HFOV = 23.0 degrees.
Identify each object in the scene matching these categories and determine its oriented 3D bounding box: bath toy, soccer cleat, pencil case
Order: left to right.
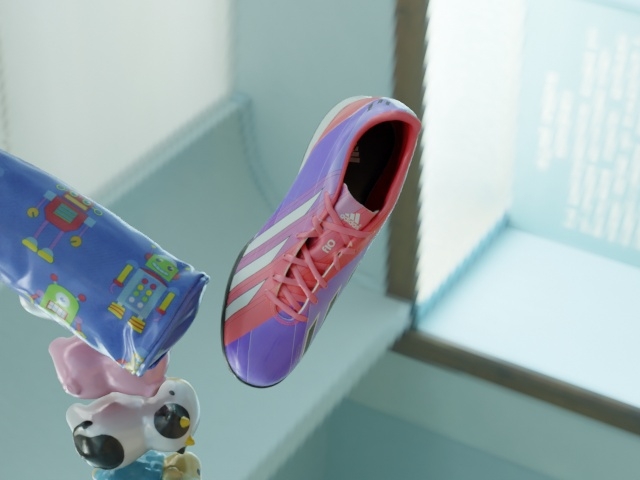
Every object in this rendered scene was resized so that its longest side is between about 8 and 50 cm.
[{"bbox_3d":[-0.262,0.014,1.544,0.119,0.306,0.133,-54,-6,-50],"label":"pencil case"},{"bbox_3d":[-0.222,0.154,1.764,0.151,0.129,0.348,-30,-56,-21],"label":"bath toy"},{"bbox_3d":[0.000,0.000,1.550,0.108,0.116,0.318,30,-97,-19],"label":"soccer cleat"}]
